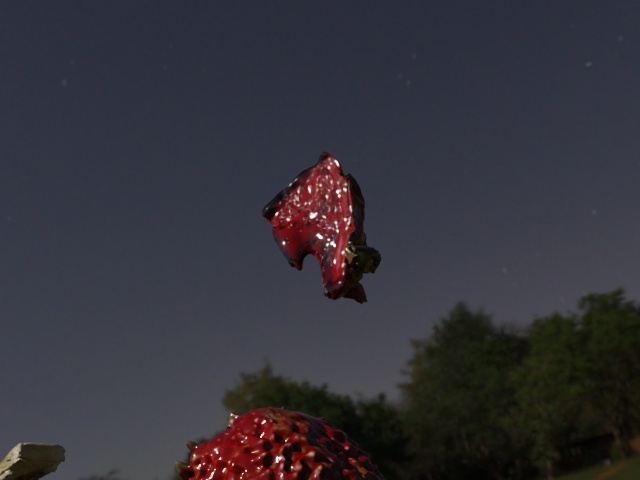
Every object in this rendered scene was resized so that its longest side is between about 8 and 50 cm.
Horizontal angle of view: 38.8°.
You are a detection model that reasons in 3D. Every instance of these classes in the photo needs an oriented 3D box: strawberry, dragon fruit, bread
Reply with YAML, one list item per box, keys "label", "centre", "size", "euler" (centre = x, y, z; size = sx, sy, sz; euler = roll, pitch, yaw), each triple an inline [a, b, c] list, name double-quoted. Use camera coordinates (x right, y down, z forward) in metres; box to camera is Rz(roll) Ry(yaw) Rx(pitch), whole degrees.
- label: "strawberry"
  centre: [-0.010, 0.265, 1.017]
  size: [0.233, 0.137, 0.306]
  euler: [-8, 10, -42]
- label: "dragon fruit"
  centre: [0.007, -0.014, 1.037]
  size: [0.122, 0.192, 0.092]
  euler: [6, -49, -16]
- label: "bread"
  centre: [-0.374, 0.287, 1.157]
  size: [0.083, 0.035, 0.070]
  euler: [-38, -35, 24]
